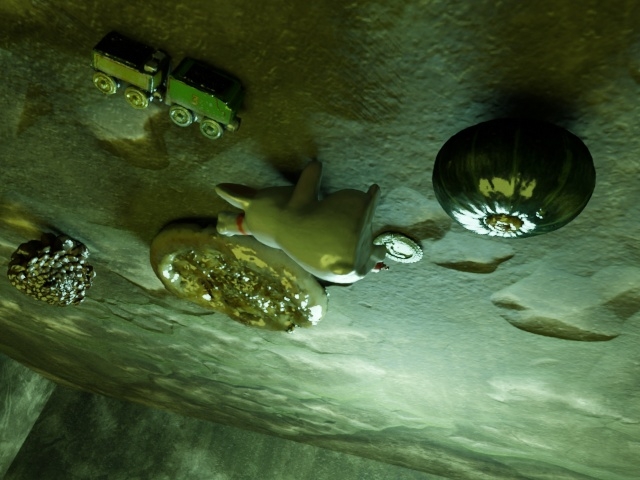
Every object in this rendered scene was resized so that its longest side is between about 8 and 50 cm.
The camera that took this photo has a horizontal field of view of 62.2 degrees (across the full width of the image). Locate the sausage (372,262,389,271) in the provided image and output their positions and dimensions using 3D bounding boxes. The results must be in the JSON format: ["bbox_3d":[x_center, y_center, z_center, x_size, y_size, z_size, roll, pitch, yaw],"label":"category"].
[{"bbox_3d":[0.000,0.000,0.891,0.253,0.034,0.034,24,148,-6],"label":"sausage"}]

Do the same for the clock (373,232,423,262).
[{"bbox_3d":[0.127,0.013,0.863,0.083,0.010,0.074,28,147,-15],"label":"clock"}]

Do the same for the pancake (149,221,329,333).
[{"bbox_3d":[-0.158,0.090,1.079,0.382,0.071,0.382,14,148,9],"label":"pancake"}]

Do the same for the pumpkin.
[{"bbox_3d":[0.210,-0.068,0.584,0.167,0.125,0.167,16,150,10],"label":"pumpkin"}]

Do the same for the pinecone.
[{"bbox_3d":[-0.614,0.068,1.215,0.195,0.150,0.179,-7,140,37],"label":"pinecone"}]

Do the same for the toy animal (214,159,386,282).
[{"bbox_3d":[-0.035,-0.038,0.778,0.282,0.138,0.140,26,147,33],"label":"toy animal"}]

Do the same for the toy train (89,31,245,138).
[{"bbox_3d":[-0.193,-0.197,0.672,0.202,0.060,0.081,23,141,-5],"label":"toy train"}]
